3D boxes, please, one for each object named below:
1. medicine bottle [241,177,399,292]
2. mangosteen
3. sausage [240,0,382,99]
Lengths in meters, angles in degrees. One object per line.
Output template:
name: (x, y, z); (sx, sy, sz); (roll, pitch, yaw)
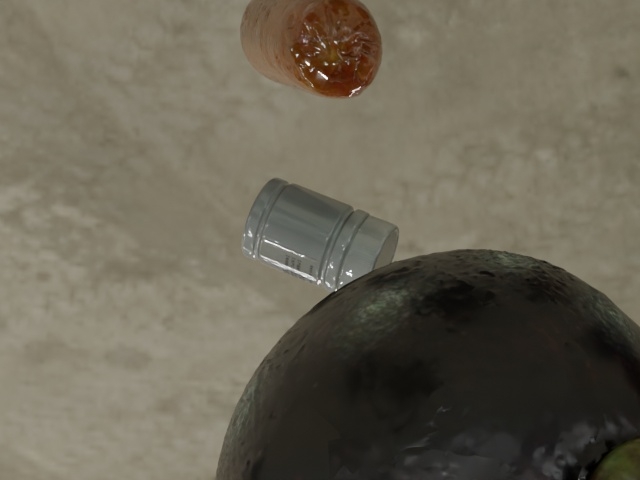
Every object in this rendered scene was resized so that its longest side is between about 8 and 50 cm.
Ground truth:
medicine bottle: (0.000, 0.000, 0.957); (0.091, 0.058, 0.058); (22, 149, 13)
mangosteen: (0.086, 0.145, 0.774); (0.288, 0.288, 0.288); (-1, 147, -1)
sausage: (-0.008, -0.138, 0.986); (0.076, 0.076, 0.197); (9, -171, -15)
